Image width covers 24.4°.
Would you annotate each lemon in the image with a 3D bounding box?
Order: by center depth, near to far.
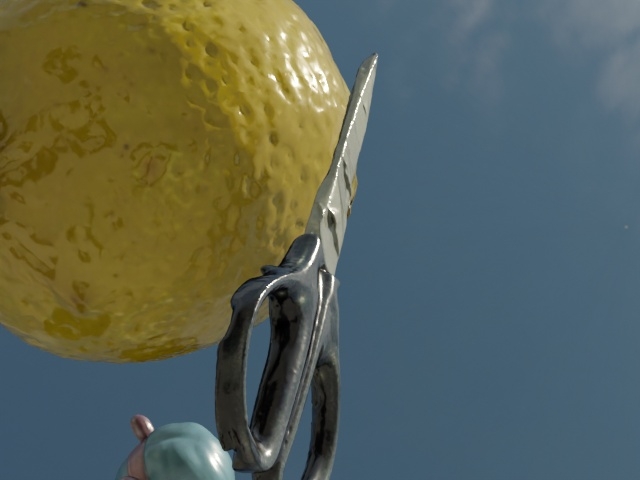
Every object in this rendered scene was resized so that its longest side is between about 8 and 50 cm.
[{"bbox_3d":[-0.135,-0.064,1.108,0.336,0.336,0.336,0,-89,12],"label":"lemon"}]

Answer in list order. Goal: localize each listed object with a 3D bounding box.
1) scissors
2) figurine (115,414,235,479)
[{"bbox_3d":[0.000,0.000,0.716,0.022,0.300,0.109,-7,-48,19],"label":"scissors"},{"bbox_3d":[-0.079,0.254,1.291,0.103,0.205,0.260,-26,-67,21],"label":"figurine"}]
